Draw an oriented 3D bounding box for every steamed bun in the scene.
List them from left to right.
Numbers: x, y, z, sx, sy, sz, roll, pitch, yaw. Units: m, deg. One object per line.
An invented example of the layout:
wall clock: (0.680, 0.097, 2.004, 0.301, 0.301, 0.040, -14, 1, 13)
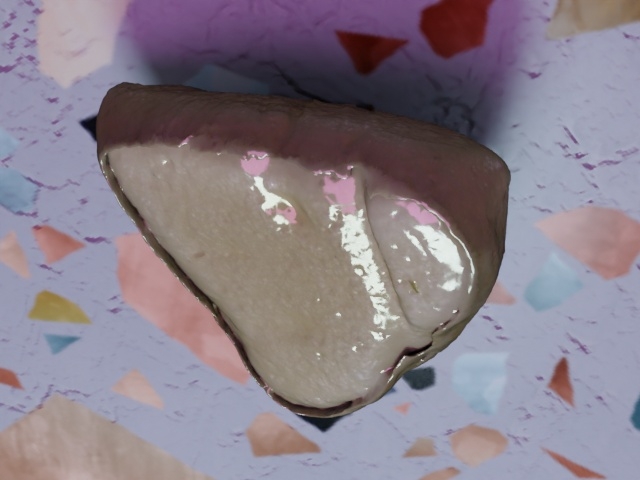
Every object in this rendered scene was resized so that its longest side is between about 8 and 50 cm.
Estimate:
steamed bun: (0.017, -0.010, 0.818, 0.212, 0.110, 0.231, -4, 131, 37)
